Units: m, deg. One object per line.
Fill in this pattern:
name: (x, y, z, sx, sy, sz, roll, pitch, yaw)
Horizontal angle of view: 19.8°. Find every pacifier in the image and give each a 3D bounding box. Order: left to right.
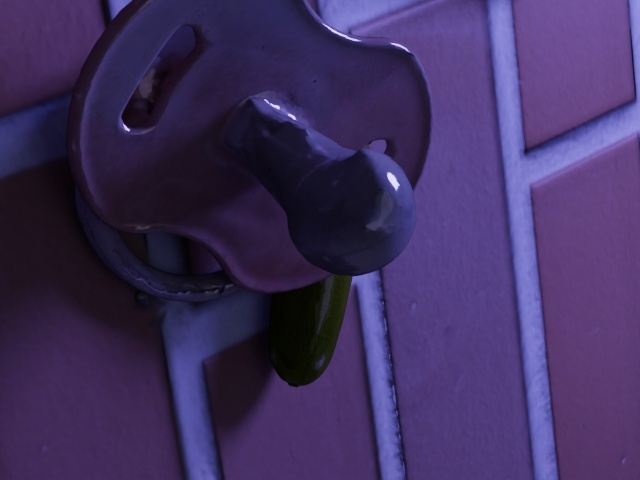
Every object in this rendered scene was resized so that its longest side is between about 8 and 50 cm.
pacifier: (-0.035, -0.071, 1.394, 0.332, 0.273, 0.220, 28, 64, -41)

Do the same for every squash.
squash: (0.000, 0.000, 1.554, 0.066, 0.066, 0.252, 14, 87, -47)
